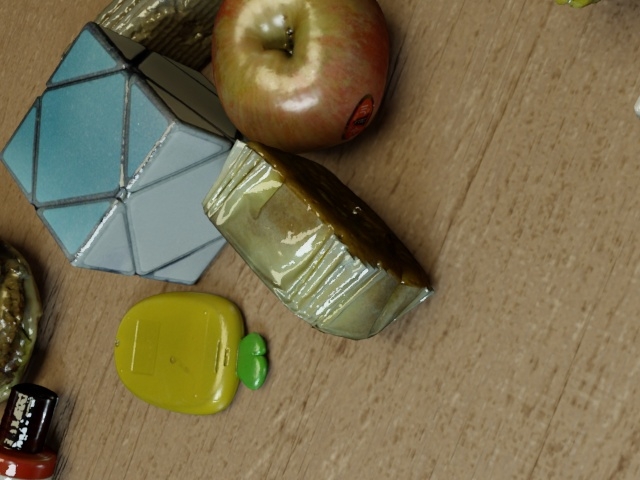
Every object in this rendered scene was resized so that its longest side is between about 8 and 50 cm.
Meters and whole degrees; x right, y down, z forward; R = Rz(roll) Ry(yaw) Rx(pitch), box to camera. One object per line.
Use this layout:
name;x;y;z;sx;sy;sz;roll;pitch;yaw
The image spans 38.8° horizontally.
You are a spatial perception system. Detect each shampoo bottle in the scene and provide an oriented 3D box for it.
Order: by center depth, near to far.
shampoo bottle;-0.407;0.322;1.174;0.104;0.104;0.278;17;91;33

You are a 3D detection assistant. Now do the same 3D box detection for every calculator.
calculator;-0.161;0.135;1.094;0.235;0.032;0.146;1;82;34

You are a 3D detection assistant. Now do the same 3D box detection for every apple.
apple;-0.019;-0.195;0.988;0.209;0.164;0.209;-2;84;21

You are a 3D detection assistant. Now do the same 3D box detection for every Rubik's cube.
Rubik's cube;-0.207;-0.093;1.061;0.205;0.207;0.205;-50;60;14

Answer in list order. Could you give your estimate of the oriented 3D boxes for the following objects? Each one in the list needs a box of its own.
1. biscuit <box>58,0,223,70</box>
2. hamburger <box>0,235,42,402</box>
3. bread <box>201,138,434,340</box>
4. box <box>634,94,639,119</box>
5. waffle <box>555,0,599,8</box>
biscuit;-0.135;-0.313;1.093;0.426;0.144;0.078;-40;64;21
hamburger;-0.509;0.102;1.258;0.283;0.144;0.259;24;91;37
bread;0.000;-0.002;0.922;0.110;0.192;0.210;-50;59;12
box;0.447;-0.219;0.756;0.214;0.069;0.353;33;97;32
waffle;0.335;-0.239;0.707;0.261;0.151;0.324;-44;65;13
